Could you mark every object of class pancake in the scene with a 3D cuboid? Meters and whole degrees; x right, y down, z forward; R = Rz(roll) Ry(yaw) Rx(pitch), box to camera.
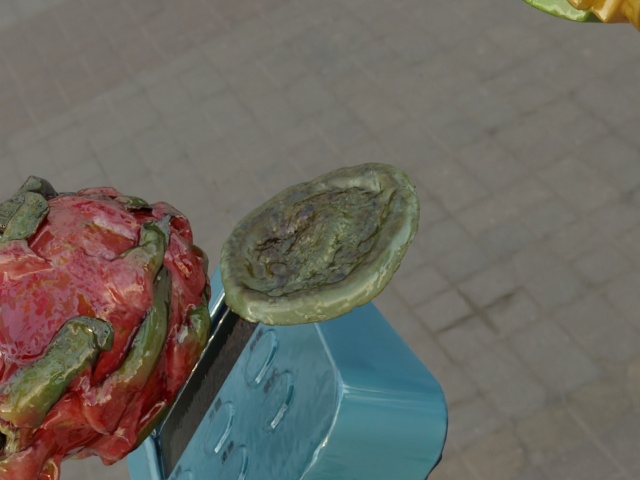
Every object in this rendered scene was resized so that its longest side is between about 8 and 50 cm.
[{"bbox_3d":[0.000,0.001,0.596,0.108,0.017,0.108,-20,35,14],"label":"pancake"}]

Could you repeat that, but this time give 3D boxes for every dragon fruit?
[{"bbox_3d":[-0.145,0.053,0.682,0.167,0.160,0.172,-12,20,22],"label":"dragon fruit"}]

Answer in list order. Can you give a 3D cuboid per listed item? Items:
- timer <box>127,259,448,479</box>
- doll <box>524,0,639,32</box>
[{"bbox_3d":[-0.052,0.121,0.856,0.232,0.091,0.250,-61,38,19],"label":"timer"},{"bbox_3d":[0.106,-0.164,0.433,0.106,0.186,0.134,-8,19,-42],"label":"doll"}]
